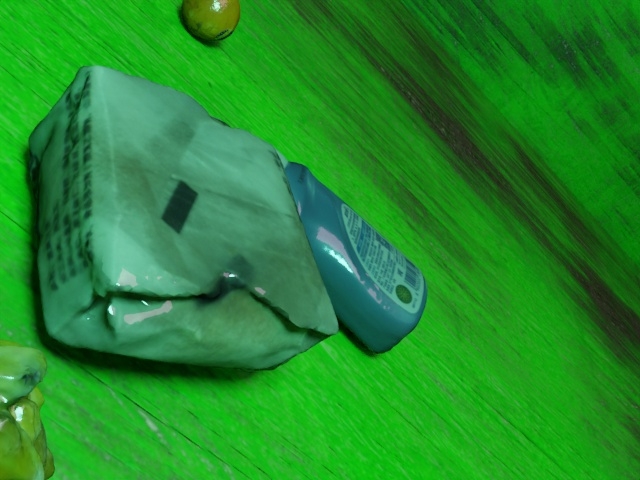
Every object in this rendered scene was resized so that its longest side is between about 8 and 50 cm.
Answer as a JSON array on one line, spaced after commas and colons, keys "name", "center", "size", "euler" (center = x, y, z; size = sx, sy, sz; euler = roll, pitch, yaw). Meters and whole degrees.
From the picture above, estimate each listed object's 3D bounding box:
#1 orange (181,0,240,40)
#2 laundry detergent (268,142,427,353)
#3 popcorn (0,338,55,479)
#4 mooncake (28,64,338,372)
[{"name": "orange", "center": [-0.151, -0.316, 1.083], "size": [0.083, 0.083, 0.084], "euler": [39, 29, -27]}, {"name": "laundry detergent", "center": [0.000, 0.000, 0.937], "size": [0.290, 0.094, 0.143], "euler": [43, 34, -13]}, {"name": "popcorn", "center": [-0.220, 0.101, 0.409], "size": [0.173, 0.142, 0.174], "euler": [14, 49, -17]}, {"name": "mooncake", "center": [-0.122, -0.006, 0.682], "size": [0.250, 0.136, 0.255], "euler": [20, 46, -45]}]
